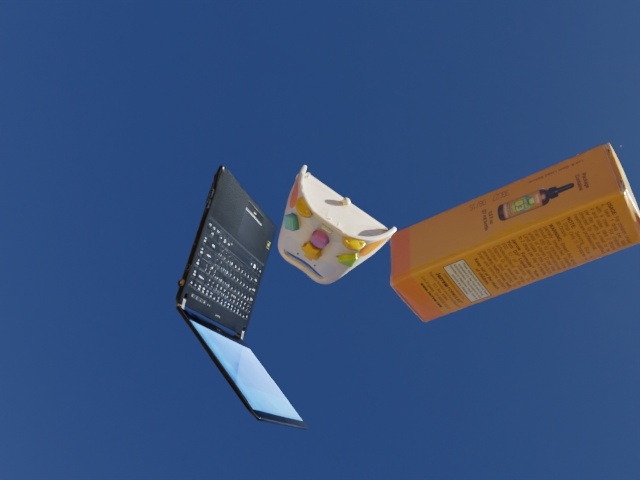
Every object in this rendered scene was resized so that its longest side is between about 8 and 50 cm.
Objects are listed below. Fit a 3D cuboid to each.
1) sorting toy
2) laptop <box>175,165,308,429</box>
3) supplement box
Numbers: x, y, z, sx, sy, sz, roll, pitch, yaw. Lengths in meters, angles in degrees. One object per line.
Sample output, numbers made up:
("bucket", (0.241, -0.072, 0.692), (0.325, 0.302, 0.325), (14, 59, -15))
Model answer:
("sorting toy", (0.000, 0.000, 0.529), (0.083, 0.045, 0.075), (35, -44, 1))
("laptop", (-0.068, 0.080, 0.872), (0.136, 0.234, 0.264), (12, -104, 15))
("supplement box", (0.184, -0.003, 0.686), (0.233, 0.078, 0.080), (-26, -54, 27))
